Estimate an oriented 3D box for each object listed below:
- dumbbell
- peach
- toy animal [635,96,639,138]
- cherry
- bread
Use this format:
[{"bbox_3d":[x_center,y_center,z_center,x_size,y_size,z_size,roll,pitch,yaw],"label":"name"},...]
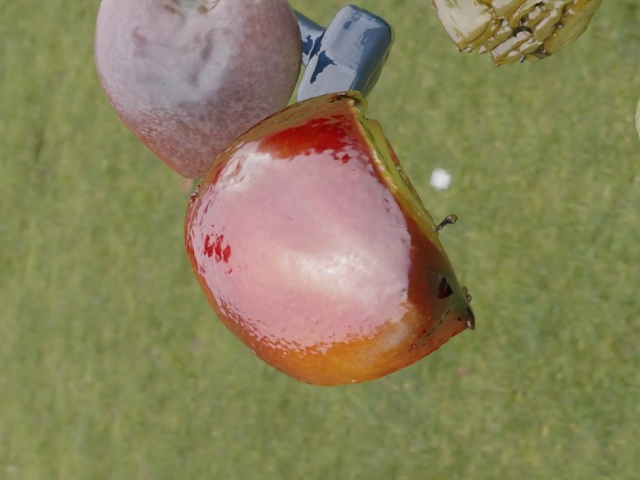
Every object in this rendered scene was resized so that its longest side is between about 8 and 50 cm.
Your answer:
[{"bbox_3d":[-0.073,-0.271,2.006,0.144,0.325,0.160,-56,-7,-49],"label":"dumbbell"},{"bbox_3d":[-0.005,0.003,1.029,0.154,0.158,0.267,-33,17,9],"label":"peach"},{"bbox_3d":[0.340,-0.113,1.522,0.137,0.098,0.098,-71,7,-68],"label":"toy animal"},{"bbox_3d":[-0.134,-0.199,1.847,0.239,0.239,0.206,-34,39,49],"label":"cherry"},{"bbox_3d":[0.227,-0.370,2.071,0.324,0.167,0.277,118,132,-75],"label":"bread"}]
